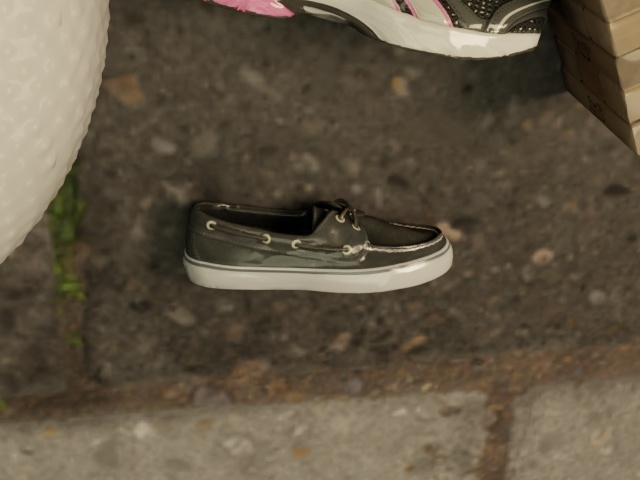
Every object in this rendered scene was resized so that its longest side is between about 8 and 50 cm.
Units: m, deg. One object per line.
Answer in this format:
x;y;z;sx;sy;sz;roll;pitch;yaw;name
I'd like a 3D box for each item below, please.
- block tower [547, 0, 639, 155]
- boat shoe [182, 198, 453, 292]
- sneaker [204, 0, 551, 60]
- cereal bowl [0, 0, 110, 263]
0.117;-0.210;0.432;0.091;0.097;0.335;-23;120;1;block tower
0.000;0.000;0.538;0.142;0.049;0.040;-2;116;-7;boat shoe
0.025;-0.132;0.464;0.178;0.072;0.077;8;112;-14;sneaker
-0.252;-0.083;0.399;0.339;0.141;0.339;-4;118;-8;cereal bowl
